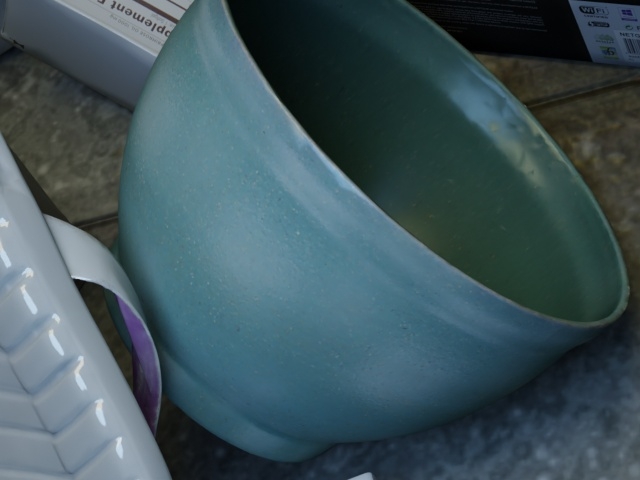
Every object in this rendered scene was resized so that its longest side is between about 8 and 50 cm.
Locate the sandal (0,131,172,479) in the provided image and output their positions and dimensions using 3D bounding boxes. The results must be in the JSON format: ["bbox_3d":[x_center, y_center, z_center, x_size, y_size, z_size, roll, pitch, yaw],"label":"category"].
[{"bbox_3d":[-0.146,0.059,1.055,0.169,0.416,0.102,-17,6,44],"label":"sandal"}]

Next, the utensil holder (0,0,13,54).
[{"bbox_3d":[-0.360,-0.318,1.341,0.327,0.385,0.328,-6,75,23],"label":"utensil holder"}]

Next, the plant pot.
[{"bbox_3d":[0.000,0.000,1.116,0.196,0.293,0.293,-47,48,23],"label":"plant pot"}]

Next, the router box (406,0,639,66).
[{"bbox_3d":[0.154,-0.240,1.309,0.308,0.081,0.243,8,62,28],"label":"router box"}]

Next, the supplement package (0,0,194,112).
[{"bbox_3d":[-0.098,-0.224,1.334,0.134,0.139,0.244,28,74,-4],"label":"supplement package"}]

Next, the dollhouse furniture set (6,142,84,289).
[{"bbox_3d":[-0.350,0.077,1.201,0.362,0.256,0.394,24,69,32],"label":"dollhouse furniture set"}]

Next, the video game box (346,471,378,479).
[{"bbox_3d":[-0.037,0.246,1.091,0.205,0.048,0.187,-22,50,9],"label":"video game box"}]
